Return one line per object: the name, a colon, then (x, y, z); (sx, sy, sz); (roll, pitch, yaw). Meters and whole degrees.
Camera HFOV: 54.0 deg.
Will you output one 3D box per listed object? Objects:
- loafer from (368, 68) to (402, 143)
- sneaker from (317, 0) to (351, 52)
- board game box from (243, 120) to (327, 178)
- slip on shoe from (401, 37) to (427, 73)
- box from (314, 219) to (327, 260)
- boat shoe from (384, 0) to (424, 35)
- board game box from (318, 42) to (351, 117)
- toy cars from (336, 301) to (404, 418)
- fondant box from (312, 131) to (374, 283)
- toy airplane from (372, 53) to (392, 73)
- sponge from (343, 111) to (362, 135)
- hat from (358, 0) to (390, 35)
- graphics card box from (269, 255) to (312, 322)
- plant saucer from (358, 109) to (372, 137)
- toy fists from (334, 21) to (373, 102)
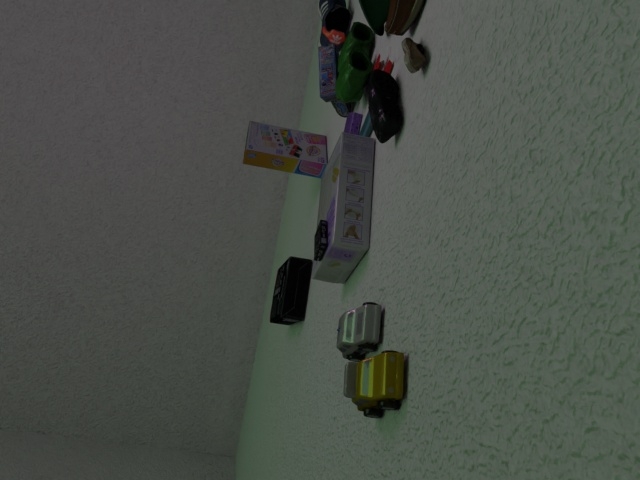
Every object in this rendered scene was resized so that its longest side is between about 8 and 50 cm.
loafer: (0.142, -0.319, 1.472); (0.078, 0.076, 0.223); (120, 156, -44)
sneaker: (0.066, -0.898, 2.476); (0.148, 0.131, 0.350); (130, 144, -59)
board game box: (-0.134, -0.355, 2.446); (0.242, 0.316, 0.064); (-91, 14, -53)
slip on shoe: (0.200, -0.398, 1.329); (0.041, 0.051, 0.135); (-29, 27, 24)
box: (0.000, 0.000, 1.583); (0.067, 0.018, 0.083); (110, 165, -46)
boat shoe: (0.189, -0.625, 1.387); (0.122, 0.120, 0.324); (-93, 16, -56)
board game box: (0.045, -0.494, 2.021); (0.194, 0.060, 0.194); (60, -153, -48)
toy cars: (0.076, 0.226, 1.241); (0.394, 0.087, 0.176); (-108, 30, -72)
fondant box: (0.059, -0.083, 1.664); (0.238, 0.096, 0.330); (118, 158, -61)
toy airplane: (0.156, -0.431, 1.659); (0.151, 0.028, 0.151); (-171, 90, -82)
sponge: (0.084, -0.287, 1.933); (0.117, 0.031, 0.210); (-135, 56, -79)
hat: (0.204, -0.669, 1.653); (0.208, 0.183, 0.173); (54, -147, -37)
graphics card box: (-0.121, 0.204, 2.450); (0.371, 0.094, 0.233); (132, 148, -75)
plant saucer: (0.121, -0.288, 1.757); (0.192, 0.018, 0.067); (113, 165, -50)
toy fists: (0.104, -0.526, 1.895); (0.142, 0.096, 0.279); (122, 159, -48)
